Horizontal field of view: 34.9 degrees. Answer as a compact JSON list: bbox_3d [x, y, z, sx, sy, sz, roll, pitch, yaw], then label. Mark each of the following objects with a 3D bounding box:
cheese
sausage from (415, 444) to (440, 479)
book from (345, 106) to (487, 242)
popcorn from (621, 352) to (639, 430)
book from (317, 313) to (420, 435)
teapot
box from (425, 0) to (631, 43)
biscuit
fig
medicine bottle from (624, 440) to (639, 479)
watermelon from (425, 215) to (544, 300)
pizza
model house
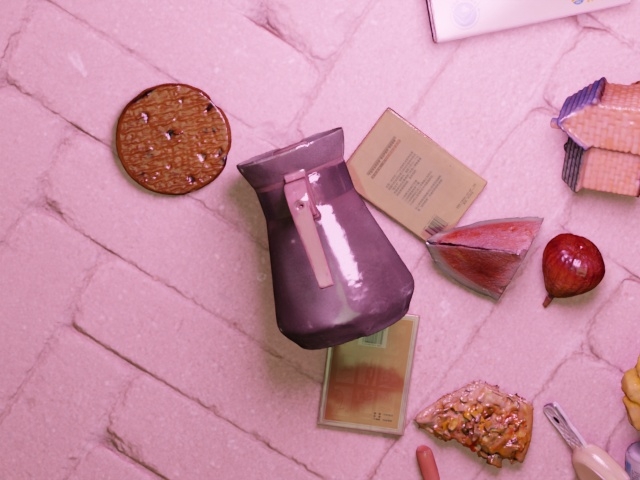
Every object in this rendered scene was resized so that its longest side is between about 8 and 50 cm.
[{"bbox_3d":[0.503,0.406,1.939,0.049,0.127,0.235,-34,85,-21],"label":"cheese"},{"bbox_3d":[0.208,0.437,1.972,0.034,0.034,0.083,-16,102,4],"label":"sausage"},{"bbox_3d":[0.167,-0.111,1.859,0.231,0.026,0.161,36,99,-7],"label":"book"},{"bbox_3d":[0.692,0.285,1.848,0.286,0.252,0.215,11,143,2],"label":"popcorn"},{"bbox_3d":[0.092,0.248,1.941,0.170,0.018,0.242,8,102,0],"label":"book"},{"bbox_3d":[0.000,0.000,1.750,0.253,0.300,0.344,-20,98,5],"label":"teapot"},{"bbox_3d":[0.346,-0.472,1.759,0.343,0.065,0.200,-11,102,3],"label":"box"},{"bbox_3d":[-0.266,-0.182,1.843,0.212,0.036,0.212,0,102,2],"label":"biscuit"},{"bbox_3d":[0.440,0.053,1.858,0.153,0.119,0.119,-32,101,32],"label":"fig"},{"bbox_3d":[0.643,0.475,1.925,0.135,0.135,0.169,-3,101,1],"label":"medicine bottle"},{"bbox_3d":[0.299,0.001,1.820,0.207,0.202,0.136,15,63,-17],"label":"watermelon"},{"bbox_3d":[0.304,0.344,1.935,0.226,0.069,0.147,25,103,-5],"label":"pizza"},{"bbox_3d":[0.491,-0.184,1.785,0.172,0.166,0.183,7,118,14],"label":"model house"}]
